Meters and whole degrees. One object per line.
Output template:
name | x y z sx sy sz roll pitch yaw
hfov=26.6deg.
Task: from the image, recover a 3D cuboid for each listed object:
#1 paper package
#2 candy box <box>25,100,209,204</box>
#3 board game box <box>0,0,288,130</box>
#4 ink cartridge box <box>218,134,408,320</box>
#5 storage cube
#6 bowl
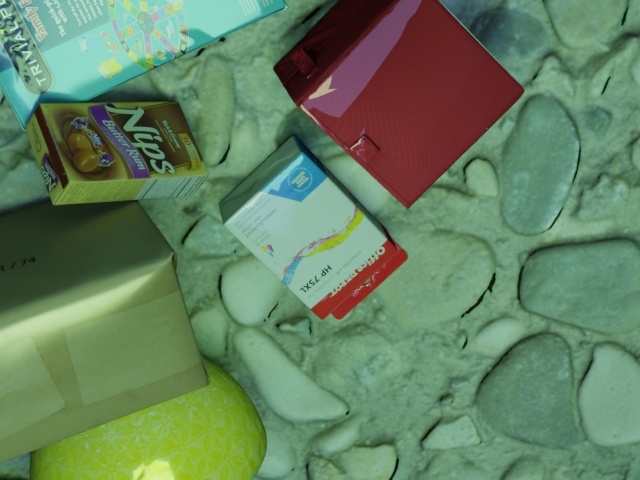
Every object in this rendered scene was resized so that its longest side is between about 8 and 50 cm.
paper package | -0.324 0.088 1.519 0.324 0.309 0.168 -20 116 -13
candy box | -0.231 -0.102 1.549 0.186 0.109 0.053 -5 152 -40
board game box | -0.242 -0.312 1.526 0.336 0.079 0.254 -25 112 0
ink cartridge box | 0.000 0.000 1.685 0.134 0.078 0.231 -43 112 7
storage cube | 0.086 -0.188 1.574 0.193 0.184 0.215 -45 111 7
bowl | -0.219 0.206 1.607 0.289 0.289 0.156 -14 115 -4
